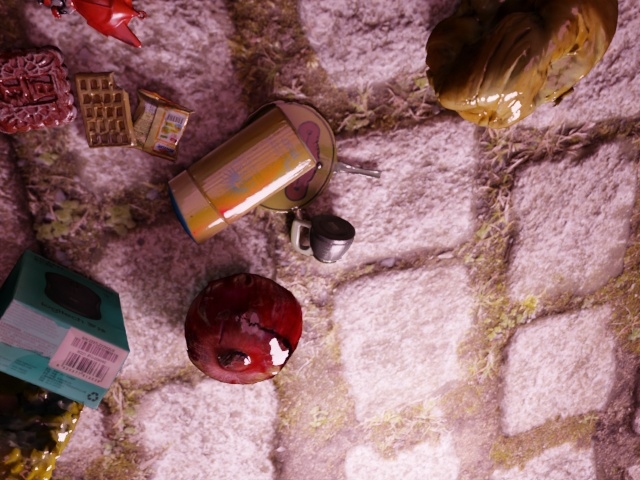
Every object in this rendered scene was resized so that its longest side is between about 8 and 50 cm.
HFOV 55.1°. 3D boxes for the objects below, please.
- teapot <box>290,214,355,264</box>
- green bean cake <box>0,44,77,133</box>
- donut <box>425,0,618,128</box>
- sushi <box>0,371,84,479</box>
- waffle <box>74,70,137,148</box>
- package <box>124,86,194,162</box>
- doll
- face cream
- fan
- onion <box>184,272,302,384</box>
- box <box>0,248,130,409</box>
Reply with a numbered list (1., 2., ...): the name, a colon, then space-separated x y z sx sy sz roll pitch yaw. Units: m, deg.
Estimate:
1. teapot: 0.006 -0.003 1.286 0.092 0.124 0.090 -32 146 -48
2. green bean cake: -0.491 -0.255 1.033 0.135 0.056 0.135 -12 114 -11
3. donut: 0.338 -0.359 1.084 0.170 0.360 0.360 34 99 -28
4. sushi: -0.599 0.287 1.034 0.352 0.396 0.240 29 104 -14
5. waffle: -0.379 -0.230 1.085 0.092 0.021 0.134 -1 114 4
6. package: -0.299 -0.209 1.125 0.108 0.031 0.120 17 112 -21
7. doll: -0.373 -0.391 1.012 0.169 0.057 0.109 8 111 -21
8. face cream: -0.158 -0.121 1.173 0.285 0.067 0.139 -35 113 1
9. fan: -0.032 -0.157 1.238 0.335 0.011 0.229 9 108 -18
10. onion: -0.157 0.184 1.241 0.247 0.190 0.246 -1 124 -2
11. box: -0.455 0.141 1.063 0.205 0.311 0.118 34 89 -25
